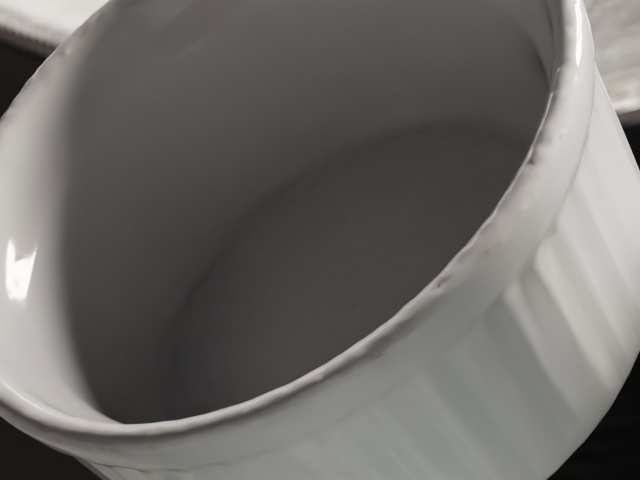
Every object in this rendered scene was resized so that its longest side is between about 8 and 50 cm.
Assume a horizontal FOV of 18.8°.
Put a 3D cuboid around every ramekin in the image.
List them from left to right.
[{"bbox_3d":[0.000,0.000,0.777,0.135,0.277,0.277,52,48,-40],"label":"ramekin"}]
